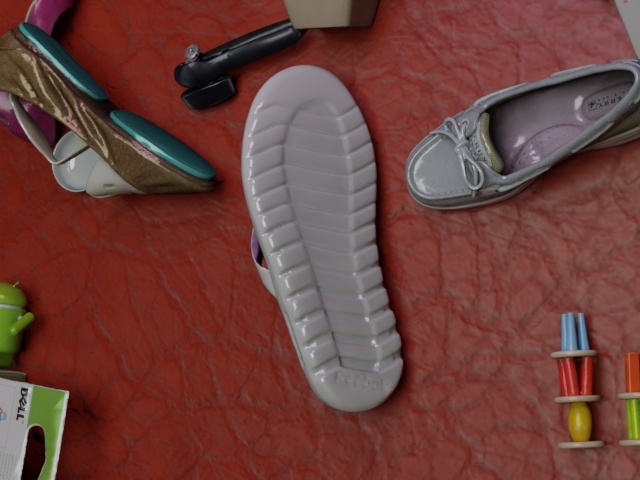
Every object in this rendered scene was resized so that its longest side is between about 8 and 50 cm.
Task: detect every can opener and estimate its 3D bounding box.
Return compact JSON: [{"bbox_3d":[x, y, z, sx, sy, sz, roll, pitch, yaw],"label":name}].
[{"bbox_3d":[-0.102,-0.232,1.875,0.186,0.073,0.059,-26,36,18],"label":"can opener"}]

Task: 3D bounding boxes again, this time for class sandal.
[{"bbox_3d":[-0.014,0.001,1.772,0.102,0.169,0.416,-28,69,62],"label":"sandal"}]

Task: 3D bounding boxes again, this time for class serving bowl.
[{"bbox_3d":[-0.310,-0.103,1.967,0.083,0.027,0.083,-3,84,24],"label":"serving bowl"}]

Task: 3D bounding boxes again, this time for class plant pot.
[{"bbox_3d":[0.013,-0.302,1.798,0.109,0.109,0.096,0,97,25],"label":"plant pot"}]

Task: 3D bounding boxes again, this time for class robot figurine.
[{"bbox_3d":[-0.423,0.107,1.977,0.101,0.067,0.115,9,89,30],"label":"robot figurine"}]

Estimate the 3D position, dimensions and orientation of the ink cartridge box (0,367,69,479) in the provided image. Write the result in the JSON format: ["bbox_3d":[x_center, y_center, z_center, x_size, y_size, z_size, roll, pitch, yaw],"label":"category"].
[{"bbox_3d":[-0.423,0.263,1.947,0.255,0.097,0.189,9,88,24],"label":"ink cartridge box"}]

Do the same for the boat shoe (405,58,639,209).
[{"bbox_3d":[0.226,-0.122,1.671,0.320,0.103,0.118,-18,77,27],"label":"boat shoe"}]

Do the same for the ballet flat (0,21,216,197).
[{"bbox_3d":[-0.287,-0.133,1.895,0.342,0.116,0.124,38,104,8],"label":"ballet flat"}]

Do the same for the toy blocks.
[{"bbox_3d":[0.312,0.150,1.633,0.123,0.054,0.148,-7,82,25],"label":"toy blocks"}]

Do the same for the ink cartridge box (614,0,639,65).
[{"bbox_3d":[0.378,-0.303,1.525,0.168,0.171,0.233,-17,119,23],"label":"ink cartridge box"}]

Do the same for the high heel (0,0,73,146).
[{"bbox_3d":[-0.349,-0.249,1.990,0.117,0.082,0.244,30,83,-7],"label":"high heel"}]
